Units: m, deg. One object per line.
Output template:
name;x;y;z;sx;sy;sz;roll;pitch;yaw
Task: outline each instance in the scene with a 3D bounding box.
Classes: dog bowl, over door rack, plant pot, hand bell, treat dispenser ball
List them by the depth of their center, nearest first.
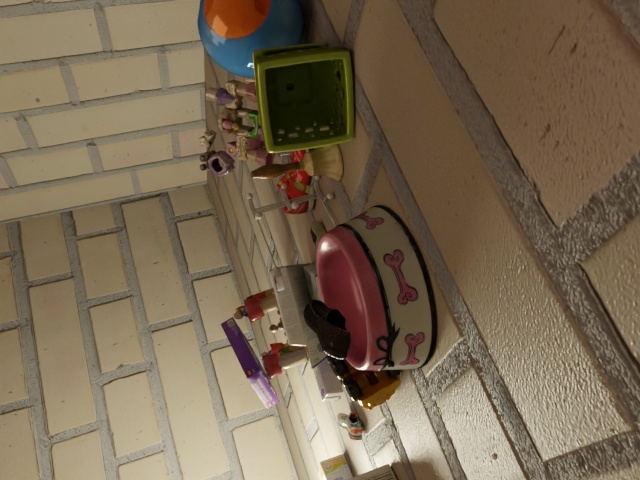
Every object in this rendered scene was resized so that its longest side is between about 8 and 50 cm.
dog bowl;0.114;0.129;1.450;0.408;0.150;0.408;166;90;-74
plant pot;-0.055;-0.372;1.501;0.207;0.228;0.227;-118;21;-56
hand bell;-0.071;-0.200;1.637;0.126;0.242;0.126;166;90;-73
treat dispenser ball;-0.191;-0.595;1.642;0.288;0.288;0.288;167;90;-74
over door rack;-0.059;-0.042;1.736;0.108;0.239;0.324;93;158;-57

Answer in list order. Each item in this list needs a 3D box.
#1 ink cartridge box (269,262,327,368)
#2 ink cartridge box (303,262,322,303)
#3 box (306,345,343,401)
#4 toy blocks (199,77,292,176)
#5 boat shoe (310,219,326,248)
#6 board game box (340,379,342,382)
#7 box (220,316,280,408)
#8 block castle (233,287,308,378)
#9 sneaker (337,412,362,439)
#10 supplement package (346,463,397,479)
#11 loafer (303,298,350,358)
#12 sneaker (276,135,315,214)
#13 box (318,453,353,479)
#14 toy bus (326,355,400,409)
ink cartridge box;-0.057;0.243;1.995;0.324;0.071;0.330;5;-109;-77
ink cartridge box;0.026;0.166;1.872;0.208;0.086;0.153;-144;43;-67
box;-0.002;0.410;2.138;0.063;0.067;0.324;-63;38;45
toy blocks;-0.191;-0.361;1.910;0.260;0.309;0.289;17;121;21
boat shoe;0.002;0.000;1.899;0.042;0.048;0.133;92;160;-57
board game box;0.031;0.478;2.209;0.186;0.026;0.126;-120;23;-43
box;-0.254;0.437;2.151;0.293;0.057;0.201;51;168;48
block castle;-0.185;0.341;2.300;0.453;0.212;0.303;102;150;-87
sneaker;0.105;0.614;2.047;0.161;0.057;0.075;-147;63;-69
supplement package;0.175;0.823;1.788;0.203;0.149;0.194;-121;24;-43
loafer;0.027;0.195;1.426;0.078;0.080;0.220;-63;29;14
sneaker;-0.080;-0.193;1.889;0.107;0.118;0.279;-123;26;-48
box;0.075;0.948;2.297;0.114;0.103;0.203;95;156;-45
toy bus;0.129;0.385;1.643;0.220;0.149;0.211;52;164;50
